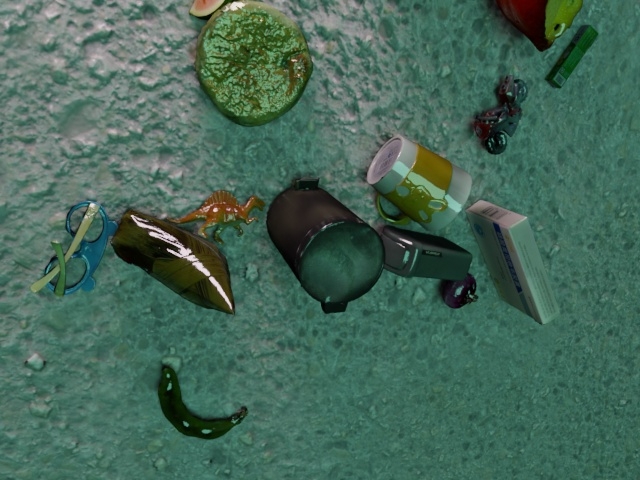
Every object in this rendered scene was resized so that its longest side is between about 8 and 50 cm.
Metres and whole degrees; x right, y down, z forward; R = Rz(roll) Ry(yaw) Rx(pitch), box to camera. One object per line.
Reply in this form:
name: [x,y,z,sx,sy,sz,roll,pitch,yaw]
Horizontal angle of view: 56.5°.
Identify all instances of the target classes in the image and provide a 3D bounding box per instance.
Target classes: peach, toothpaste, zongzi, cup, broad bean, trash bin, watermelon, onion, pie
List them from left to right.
zongzi: [-0.316,0.058,1.323,0.286,0.300,0.138,31,95,-26]
broad bean: [-0.338,0.451,1.594,0.292,0.049,0.144,38,86,-28]
watermelon: [-0.207,-0.541,1.302,0.163,0.087,0.069,-58,153,8]
pie: [-0.153,-0.396,1.345,0.277,0.078,0.276,-7,113,-16]
trash bin: [0.000,0.000,1.417,0.203,0.301,0.251,-4,112,-19]
cup: [0.233,-0.133,1.538,0.226,0.185,0.241,31,127,-20]
trash bin: [0.263,0.036,1.591,0.237,0.177,0.101,9,104,-25]
onion: [0.407,0.148,1.721,0.115,0.105,0.115,-38,146,-32]
peach: [0.529,-0.656,1.442,0.258,0.201,0.361,-26,134,-43]
toothpaste: [0.689,-0.503,1.633,0.043,0.037,0.178,32,95,-22]

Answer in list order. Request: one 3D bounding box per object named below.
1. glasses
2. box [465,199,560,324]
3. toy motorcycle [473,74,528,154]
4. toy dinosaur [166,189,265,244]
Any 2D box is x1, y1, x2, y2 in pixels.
glasses: [-0.568,0.024,1.312,0.102,0.207,0.239,28,97,11]
box: [0.543,0.061,1.684,0.065,0.200,0.343,-33,116,-10]
toy motorcycle: [0.478,-0.341,1.592,0.123,0.082,0.213,21,91,-35]
toy dinosaur: [-0.246,-0.068,1.443,0.212,0.057,0.142,23,88,-26]
